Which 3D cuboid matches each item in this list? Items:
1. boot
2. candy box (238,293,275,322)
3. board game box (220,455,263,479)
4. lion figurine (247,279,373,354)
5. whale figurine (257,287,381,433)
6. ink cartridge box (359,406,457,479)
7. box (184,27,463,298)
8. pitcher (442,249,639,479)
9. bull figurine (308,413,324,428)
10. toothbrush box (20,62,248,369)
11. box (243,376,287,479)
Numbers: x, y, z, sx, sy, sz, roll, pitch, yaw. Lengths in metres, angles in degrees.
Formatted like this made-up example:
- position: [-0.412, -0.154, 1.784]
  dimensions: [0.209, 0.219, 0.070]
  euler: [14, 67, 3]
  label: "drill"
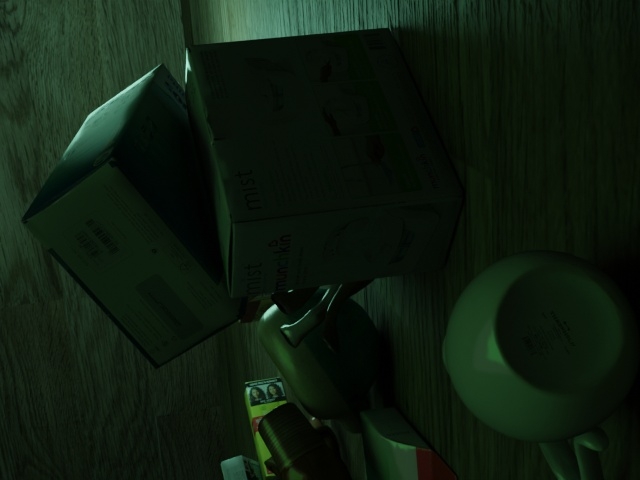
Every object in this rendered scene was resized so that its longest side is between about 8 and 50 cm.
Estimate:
- position: [0.019, 0.347, 1.344]
  dimensions: [0.220, 0.109, 0.283]
  euler: [55, 169, 27]
  label: "boot"
- position: [-0.150, -0.003, 2.116]
  dimensions: [0.183, 0.087, 0.317]
  euler: [117, 142, -70]
  label: "candy box"
- position: [-0.121, 0.579, 2.166]
  dimensions: [0.305, 0.053, 0.193]
  euler: [52, -160, -66]
  label: "board game box"
- position: [0.000, 0.000, 1.275]
  dimensions: [0.392, 0.240, 0.142]
  euler: [32, 156, 54]
  label: "lion figurine"
- position: [0.021, 0.164, 1.392]
  dimensions: [0.216, 0.141, 0.272]
  euler: [53, 177, 31]
  label: "whale figurine"
- position: [0.107, 0.323, 1.220]
  dimensions: [0.224, 0.056, 0.181]
  euler: [-136, 39, -74]
  label: "ink cartridge box"
- position: [-0.008, -0.090, 1.052]
  dimensions: [0.127, 0.231, 0.262]
  euler: [96, 161, -49]
  label: "box"
- position: [0.161, 0.102, 0.707]
  dimensions: [0.178, 0.125, 0.207]
  euler: [57, 172, 14]
  label: "pitcher"
- position: [-0.018, 0.416, 1.747]
  dimensions: [0.188, 0.101, 0.311]
  euler: [-113, 19, -56]
  label: "bull figurine"
- position: [-0.179, -0.039, 1.125]
  dimensions: [0.216, 0.126, 0.295]
  euler: [52, -161, -23]
  label: "toothbrush box"
- position: [-0.103, 0.412, 2.181]
  dimensions: [0.058, 0.087, 0.232]
  euler: [97, 162, -51]
  label: "box"
